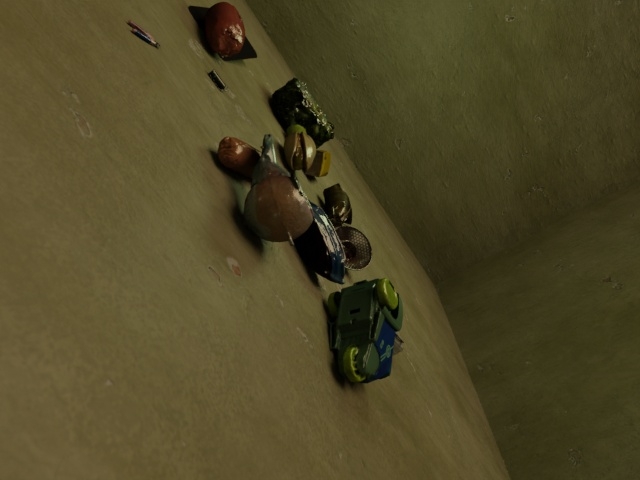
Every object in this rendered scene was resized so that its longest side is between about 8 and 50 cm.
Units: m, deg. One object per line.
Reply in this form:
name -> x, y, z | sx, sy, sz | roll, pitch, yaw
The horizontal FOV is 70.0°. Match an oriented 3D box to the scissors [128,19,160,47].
scissors -> -0.465, -0.544, 1.219 | 0.039, 0.012, 0.113 | 63, 15, 15

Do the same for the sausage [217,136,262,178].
sausage -> -0.200, -0.224, 1.316 | 0.086, 0.086, 0.289 | 63, 17, 15

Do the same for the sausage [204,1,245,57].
sausage -> -0.369, -0.811, 1.756 | 0.152, 0.152, 0.279 | 44, 24, -44

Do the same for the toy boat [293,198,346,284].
toy boat -> 0.000, 0.000, 1.434 | 0.143, 0.129, 0.308 | -6, 67, -58

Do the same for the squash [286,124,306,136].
squash -> -0.097, -0.430, 2.042 | 0.095, 0.095, 0.187 | 45, 24, -43

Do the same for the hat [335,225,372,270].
hat -> 0.103, 0.043, 1.803 | 0.193, 0.082, 0.192 | 14, 60, -25

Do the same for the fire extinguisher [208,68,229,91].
fire extinguisher -> -0.349, -0.542, 1.566 | 0.083, 0.025, 0.038 | 52, 54, -24

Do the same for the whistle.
whistle -> -0.129, -0.129, 1.191 | 0.189, 0.189, 0.347 | 36, 30, -55

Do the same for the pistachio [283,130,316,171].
pistachio -> -0.085, -0.361, 1.863 | 0.144, 0.144, 0.215 | 48, 29, -37

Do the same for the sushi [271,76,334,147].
sushi -> -0.081, -0.599, 2.218 | 0.352, 0.178, 0.294 | 51, 16, -29

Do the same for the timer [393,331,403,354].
timer -> 0.216, 0.293, 1.670 | 0.253, 0.078, 0.178 | 46, 19, -39

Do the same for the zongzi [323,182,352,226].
zongzi -> 0.099, -0.090, 1.993 | 0.241, 0.111, 0.247 | 56, 19, -34

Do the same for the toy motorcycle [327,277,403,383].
toy motorcycle -> 0.131, 0.276, 1.287 | 0.199, 0.191, 0.326 | 54, 31, -33

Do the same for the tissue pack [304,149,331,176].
tissue pack -> -0.008, -0.353, 2.084 | 0.169, 0.082, 0.119 | -37, 138, -75

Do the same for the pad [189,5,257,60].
pad -> -0.440, -0.893, 1.946 | 0.314, 0.063, 0.375 | 58, 26, -10
